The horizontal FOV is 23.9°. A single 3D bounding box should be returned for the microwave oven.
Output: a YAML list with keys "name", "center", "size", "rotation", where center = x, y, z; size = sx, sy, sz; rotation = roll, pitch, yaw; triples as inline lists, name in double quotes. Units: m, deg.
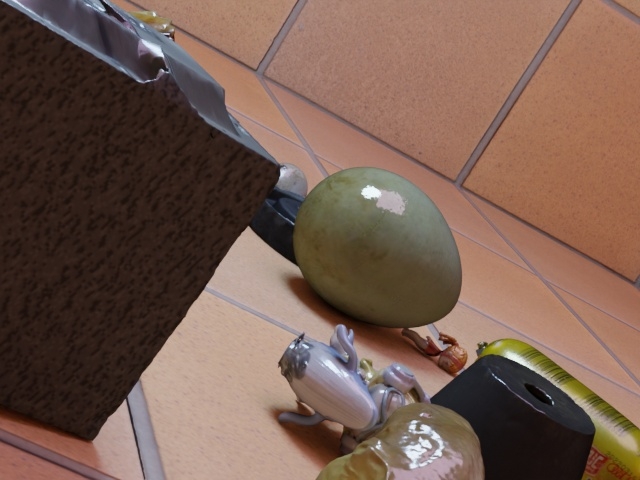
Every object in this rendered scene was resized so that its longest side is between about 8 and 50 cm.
- name: "microwave oven"
  center: [-0.304, -0.082, 1.277]
  size: [0.432, 0.374, 0.236]
  rotation: [29, 10, -39]

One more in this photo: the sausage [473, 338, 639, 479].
- name: "sausage"
  center: [0.341, 0.257, 2.129]
  size: [0.347, 0.123, 0.123]
  rotation: [39, 14, 30]

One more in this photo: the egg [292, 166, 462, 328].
- name: "egg"
  center: [0.092, 0.021, 2.245]
  size: [0.295, 0.218, 0.218]
  rotation: [42, 6, -28]

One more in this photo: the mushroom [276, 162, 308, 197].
- name: "mushroom"
  center: [-0.068, -0.095, 2.683]
  size: [0.085, 0.085, 0.079]
  rotation: [25, -21, -31]

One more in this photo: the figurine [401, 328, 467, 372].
- name: "figurine"
  center: [0.174, 0.160, 2.301]
  size: [0.109, 0.047, 0.064]
  rotation: [29, -13, 14]

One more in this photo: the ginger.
- name: "ginger"
  center: [0.090, 0.242, 1.516]
  size: [0.152, 0.138, 0.267]
  rotation: [30, 15, 16]

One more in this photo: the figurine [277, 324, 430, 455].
- name: "figurine"
  center: [0.035, 0.170, 1.705]
  size: [0.183, 0.128, 0.208]
  rotation: [32, 7, -12]

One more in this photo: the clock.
- name: "clock"
  center: [0.000, 0.000, 2.478]
  size: [0.280, 0.055, 0.280]
  rotation: [31, 11, -7]

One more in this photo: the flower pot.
- name: "flower pot"
  center: [0.215, 0.241, 1.776]
  size: [0.269, 0.166, 0.269]
  rotation: [32, 10, -6]

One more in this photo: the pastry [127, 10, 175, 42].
- name: "pastry"
  center: [-0.297, -0.184, 2.003]
  size: [0.170, 0.237, 0.256]
  rotation: [22, 38, -8]
